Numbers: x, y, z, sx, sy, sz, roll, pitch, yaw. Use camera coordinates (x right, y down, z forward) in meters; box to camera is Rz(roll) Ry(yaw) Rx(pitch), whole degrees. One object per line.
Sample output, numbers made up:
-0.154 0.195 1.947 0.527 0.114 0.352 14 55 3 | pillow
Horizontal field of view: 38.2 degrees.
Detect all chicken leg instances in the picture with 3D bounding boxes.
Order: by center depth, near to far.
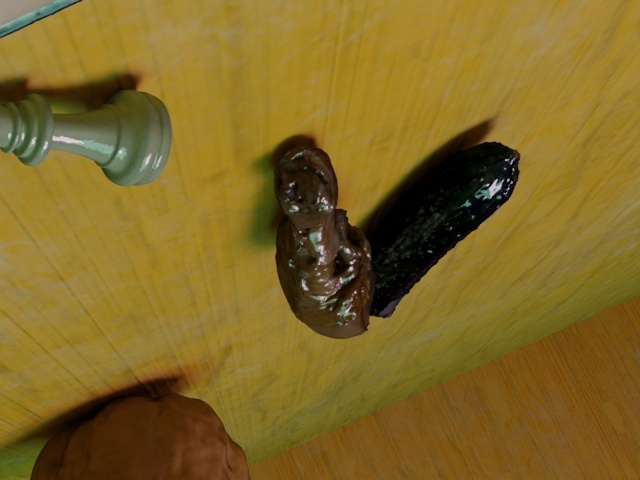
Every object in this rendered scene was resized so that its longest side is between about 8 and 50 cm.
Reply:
-0.003 0.000 0.608 0.069 0.085 0.198 -2 151 7 | chicken leg

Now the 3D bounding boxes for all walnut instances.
-0.180 0.290 0.952 0.257 0.257 0.224 -17 164 -25 | walnut

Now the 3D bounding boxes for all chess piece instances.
-0.108 -0.044 0.373 0.093 0.042 0.042 0 151 -45 | chess piece

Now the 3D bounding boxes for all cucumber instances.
0.078 -0.008 0.730 0.067 0.067 0.245 -17 160 -26 | cucumber

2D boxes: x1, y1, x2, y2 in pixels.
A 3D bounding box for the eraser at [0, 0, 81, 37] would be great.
-0.080 -0.109 0.229 0.103 0.023 0.150 -25 164 0 | eraser
